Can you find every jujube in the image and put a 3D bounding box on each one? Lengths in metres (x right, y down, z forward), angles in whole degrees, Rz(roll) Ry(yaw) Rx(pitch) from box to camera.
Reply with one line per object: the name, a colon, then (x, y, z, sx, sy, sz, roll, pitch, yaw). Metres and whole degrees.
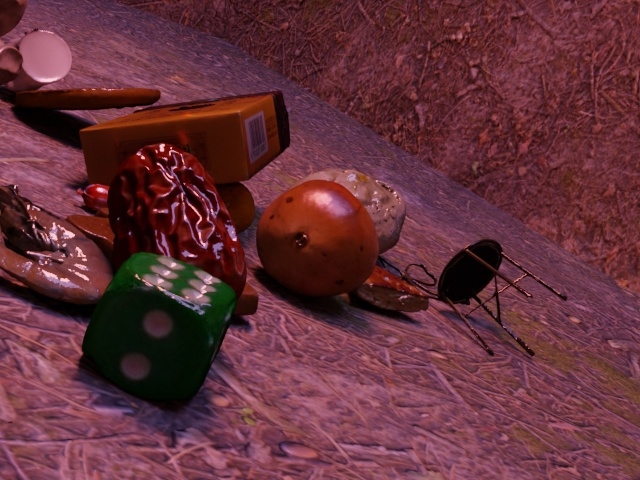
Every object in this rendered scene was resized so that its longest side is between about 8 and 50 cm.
jujube: (-0.178, -0.003, 1.288, 0.155, 0.155, 0.230, 8, 52, -53)

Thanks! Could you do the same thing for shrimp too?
shrimp: (-0.349, 0.006, 1.263, 0.254, 0.059, 0.145, 35, 25, 17)

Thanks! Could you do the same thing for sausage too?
sausage: (-0.296, -0.052, 1.602, 0.145, 0.048, 0.050, 16, 51, -33)

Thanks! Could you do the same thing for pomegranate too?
pomegranate: (-0.003, 0.002, 1.658, 0.191, 0.191, 0.191, 24, 14, -6)

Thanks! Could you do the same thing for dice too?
dice: (-0.167, 0.089, 1.136, 0.131, 0.120, 0.128, 25, 14, 2)

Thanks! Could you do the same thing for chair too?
chair: (0.265, 0.068, 1.946, 0.160, 0.170, 0.326, 7, 28, -45)

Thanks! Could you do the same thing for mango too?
mango: (-0.167, -0.053, 1.738, 0.115, 0.089, 0.165, 24, 15, 8)

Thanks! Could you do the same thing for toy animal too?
toy animal: (-0.562, -0.326, 2.013, 0.221, 0.131, 0.103, 1, -58, 58)

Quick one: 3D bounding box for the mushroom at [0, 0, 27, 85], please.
mushroom: (-0.632, -0.378, 1.811, 0.298, 0.298, 0.290, 0, 63, -61)

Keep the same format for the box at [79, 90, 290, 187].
box: (-0.211, -0.170, 1.810, 0.265, 0.115, 0.415, -7, 12, 10)

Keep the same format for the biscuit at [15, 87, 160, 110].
biscuit: (-0.419, -0.254, 1.945, 0.262, 0.037, 0.262, -1, 7, 0)

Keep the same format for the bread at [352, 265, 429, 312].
bread: (0.091, 0.081, 1.777, 0.154, 0.054, 0.136, 26, 11, 26)

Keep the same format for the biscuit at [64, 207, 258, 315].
biscuit: (-0.205, 0.019, 1.490, 0.278, 0.043, 0.301, 24, 15, -1)

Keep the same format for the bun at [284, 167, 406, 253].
bun: (0.042, -0.064, 2.010, 0.239, 0.141, 0.239, 11, 15, -3)
